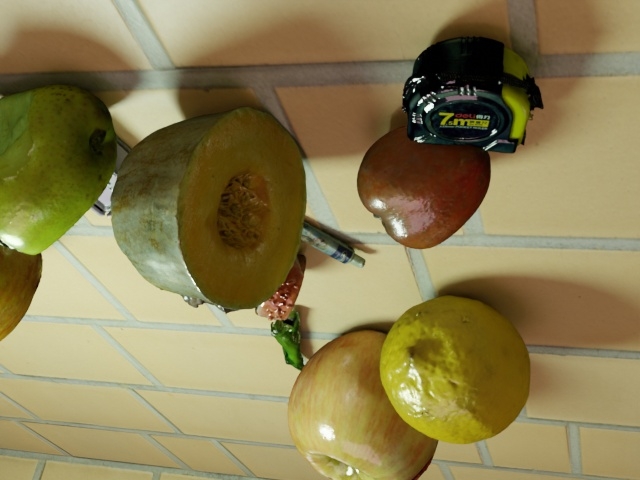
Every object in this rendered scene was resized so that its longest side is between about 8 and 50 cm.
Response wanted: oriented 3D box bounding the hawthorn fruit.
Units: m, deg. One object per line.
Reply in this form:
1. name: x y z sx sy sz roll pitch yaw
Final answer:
1. hawthorn fruit: 0.184 -0.102 1.445 0.251 0.199 0.199 -30 132 33

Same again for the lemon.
1. lemon: 0.288 0.273 1.943 0.336 0.336 0.336 9 152 5

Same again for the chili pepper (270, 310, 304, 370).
1. chili pepper: -0.064 0.264 2.311 0.076 0.085 0.359 44 168 24

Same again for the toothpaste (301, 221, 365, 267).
1. toothpaste: 0.000 0.000 1.838 0.216 0.037 0.062 30 148 -21

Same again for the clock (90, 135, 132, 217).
1. clock: -0.411 -0.127 1.720 0.145 0.073 0.193 -6 147 30

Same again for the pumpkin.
1. pumpkin: -0.189 -0.060 1.531 0.199 0.332 0.332 7 154 37

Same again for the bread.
1. bread: -0.086 0.092 1.912 0.073 0.160 0.160 20 151 -9

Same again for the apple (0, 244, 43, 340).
1. apple: -0.798 0.066 1.944 0.401 0.333 0.400 8 150 5

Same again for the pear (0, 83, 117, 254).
1. pear: -0.469 -0.150 1.529 0.293 0.292 0.159 -5 151 29

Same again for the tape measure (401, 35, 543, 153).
1. tape measure: 0.217 -0.210 1.299 0.199 0.112 0.186 3 158 4

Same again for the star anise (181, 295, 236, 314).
1. star anise: -0.254 0.069 1.981 0.316 0.108 0.315 12 146 9

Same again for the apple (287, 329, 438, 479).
1. apple: 0.114 0.409 2.223 0.392 0.346 0.391 17 153 9
